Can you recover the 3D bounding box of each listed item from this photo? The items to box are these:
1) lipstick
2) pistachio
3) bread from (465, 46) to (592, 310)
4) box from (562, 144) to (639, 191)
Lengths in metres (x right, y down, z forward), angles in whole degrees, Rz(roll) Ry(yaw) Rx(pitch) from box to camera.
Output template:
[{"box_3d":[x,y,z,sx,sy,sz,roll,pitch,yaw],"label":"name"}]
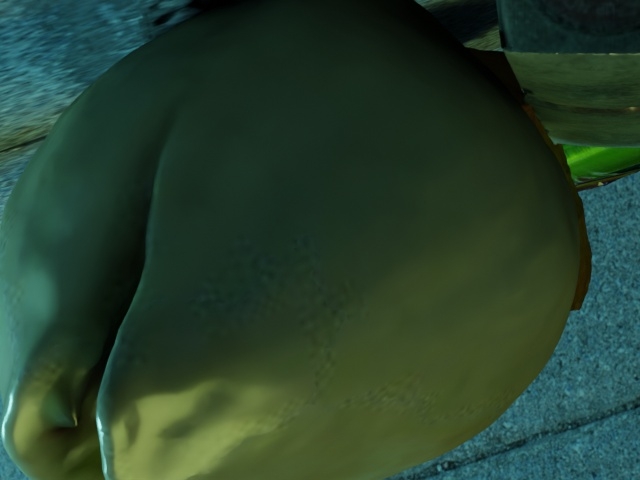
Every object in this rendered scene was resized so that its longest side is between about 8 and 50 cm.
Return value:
[{"box_3d":[0.120,-0.088,0.789,0.076,0.077,0.289,1,177,9],"label":"lipstick"},{"box_3d":[-0.014,0.008,0.753,0.208,0.226,0.332,23,-163,17],"label":"pistachio"},{"box_3d":[0.002,-0.001,1.048,0.312,0.172,0.312,-19,180,0],"label":"bread"},{"box_3d":[0.247,-0.105,1.460,0.134,0.097,0.345,-12,177,-18],"label":"box"}]
